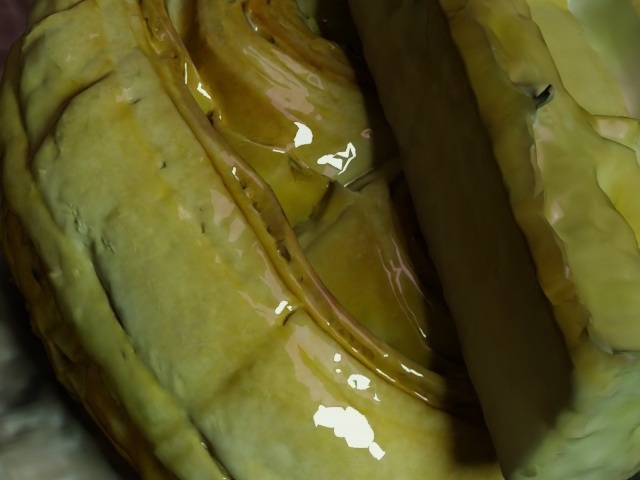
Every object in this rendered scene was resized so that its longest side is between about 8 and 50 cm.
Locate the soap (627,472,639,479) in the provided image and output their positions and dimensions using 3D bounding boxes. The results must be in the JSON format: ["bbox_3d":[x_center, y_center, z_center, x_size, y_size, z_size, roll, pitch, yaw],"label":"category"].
[{"bbox_3d":[0.174,0.025,0.752,0.067,0.119,0.198,25,46,-13],"label":"soap"}]

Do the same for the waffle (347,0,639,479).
[{"bbox_3d":[0.164,-0.064,0.677,0.348,0.077,0.304,4,53,-30],"label":"waffle"}]

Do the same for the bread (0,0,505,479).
[{"bbox_3d":[-0.002,0.001,0.660,0.198,0.120,0.236,-16,65,-41],"label":"bread"}]
